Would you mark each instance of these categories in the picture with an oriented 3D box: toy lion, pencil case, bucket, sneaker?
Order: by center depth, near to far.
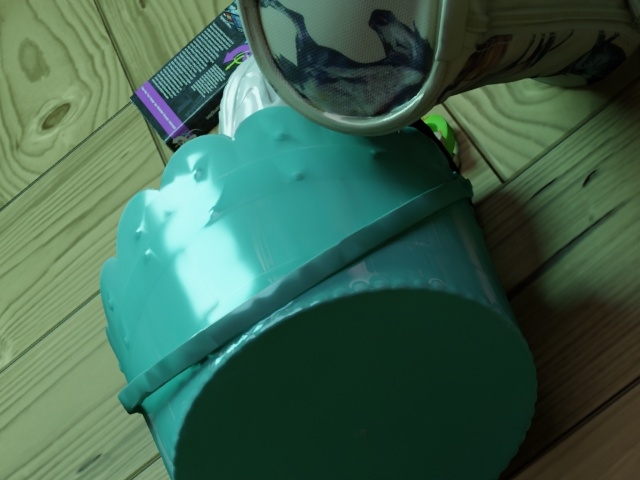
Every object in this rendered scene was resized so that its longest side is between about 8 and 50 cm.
[{"bbox_3d":[-0.001,0.067,1.061,0.281,0.281,0.183,-37,40,9],"label":"bucket"},{"bbox_3d":[0.103,-0.169,1.102,0.184,0.159,0.410,6,12,28],"label":"pencil case"},{"bbox_3d":[0.066,-0.075,1.336,0.100,0.034,0.096,-26,31,22],"label":"toy lion"},{"bbox_3d":[-0.038,-0.073,1.397,0.115,0.090,0.232,7,68,40],"label":"sneaker"}]

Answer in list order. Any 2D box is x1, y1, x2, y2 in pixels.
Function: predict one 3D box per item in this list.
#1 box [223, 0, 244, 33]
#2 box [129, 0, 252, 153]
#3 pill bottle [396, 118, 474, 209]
[{"bbox_3d":[-0.015,-0.243,1.553,0.137,0.027,0.094,-41,38,-20],"label":"box"},{"bbox_3d":[-0.107,-0.166,1.595,0.162,0.029,0.116,-44,36,2],"label":"box"},{"bbox_3d":[0.000,0.000,1.239,0.219,0.123,0.122,-29,38,22],"label":"pill bottle"}]
